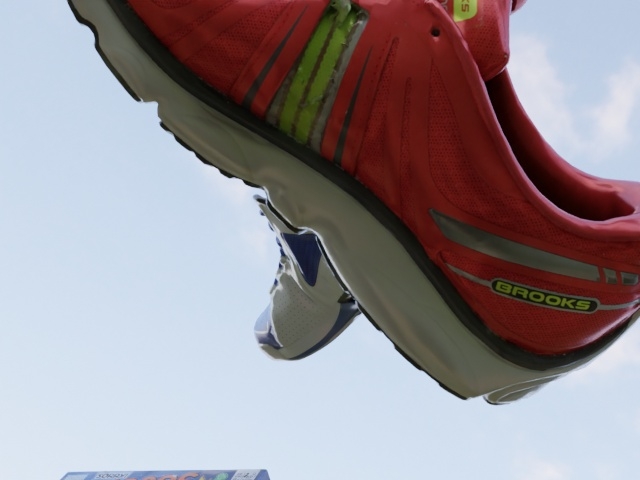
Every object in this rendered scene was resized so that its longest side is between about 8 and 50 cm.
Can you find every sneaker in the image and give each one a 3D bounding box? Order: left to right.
[{"bbox_3d":[0.001,0.000,1.118,0.182,0.127,0.315,47,-38,-3],"label":"sneaker"},{"bbox_3d":[0.018,-0.069,0.387,0.279,0.107,0.118,43,-63,-2],"label":"sneaker"}]

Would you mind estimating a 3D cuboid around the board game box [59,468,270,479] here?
[{"bbox_3d":[-0.067,0.224,0.590,0.136,0.035,0.201,-6,-69,25],"label":"board game box"}]
